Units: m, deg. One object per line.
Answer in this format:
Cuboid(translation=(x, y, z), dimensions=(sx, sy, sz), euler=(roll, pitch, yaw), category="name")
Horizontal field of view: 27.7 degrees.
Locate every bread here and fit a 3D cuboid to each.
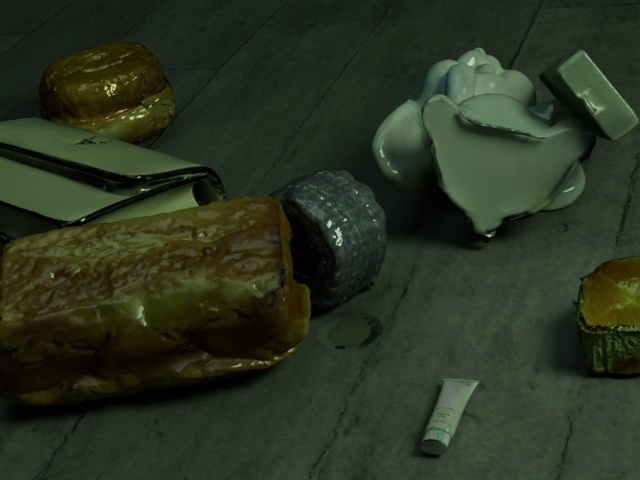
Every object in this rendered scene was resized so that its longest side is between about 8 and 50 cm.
Cuboid(translation=(-0.183, 0.073, 1.382), dimensions=(0.344, 0.149, 0.195), euler=(-9, 47, 3), category="bread")
Cuboid(translation=(0.316, 0.073, 1.293), dimensions=(0.128, 0.069, 0.140), euler=(-4, 33, 13), category="bread")
Cuboid(translation=(-0.333, -0.220, 1.992), dimensions=(0.198, 0.120, 0.236), euler=(-21, 30, -15), category="bread")

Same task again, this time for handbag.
Cuboid(translation=(-0.318, -0.049, 1.642), dimensions=(0.358, 0.160, 0.237), euler=(18, 33, 41), category="handbag")

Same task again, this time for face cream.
Cuboid(translation=(0.122, 0.165, 1.244), dimensions=(0.038, 0.020, 0.115), euler=(1, 28, 21), category="face cream")

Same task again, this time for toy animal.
Cuboid(translation=(0.206, -0.117, 1.579), dimensions=(0.249, 0.174, 0.289), euler=(21, 24, 12), category="toy animal")

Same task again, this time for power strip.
Cuboid(translation=(0.323, -0.178, 1.591), dimensions=(0.043, 0.106, 0.367), euler=(-39, 2, 9), category="power strip")

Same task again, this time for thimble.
Cuboid(translation=(0.000, -0.002, 1.459), dimensions=(0.150, 0.150, 0.098), euler=(16, 33, 40), category="thimble")
